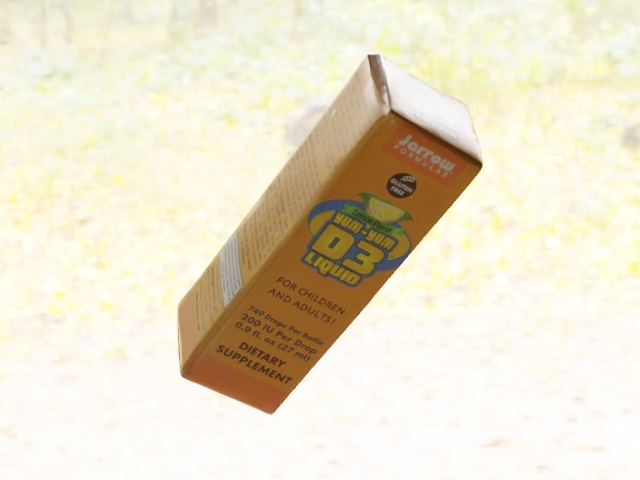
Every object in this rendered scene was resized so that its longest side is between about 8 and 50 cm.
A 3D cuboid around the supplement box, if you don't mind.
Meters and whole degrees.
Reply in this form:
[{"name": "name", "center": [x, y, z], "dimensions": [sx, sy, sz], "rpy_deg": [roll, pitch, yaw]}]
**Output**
[{"name": "supplement box", "center": [0.000, 0.000, 0.897], "dimensions": [0.078, 0.233, 0.080], "rpy_deg": [26, 27, -23]}]
